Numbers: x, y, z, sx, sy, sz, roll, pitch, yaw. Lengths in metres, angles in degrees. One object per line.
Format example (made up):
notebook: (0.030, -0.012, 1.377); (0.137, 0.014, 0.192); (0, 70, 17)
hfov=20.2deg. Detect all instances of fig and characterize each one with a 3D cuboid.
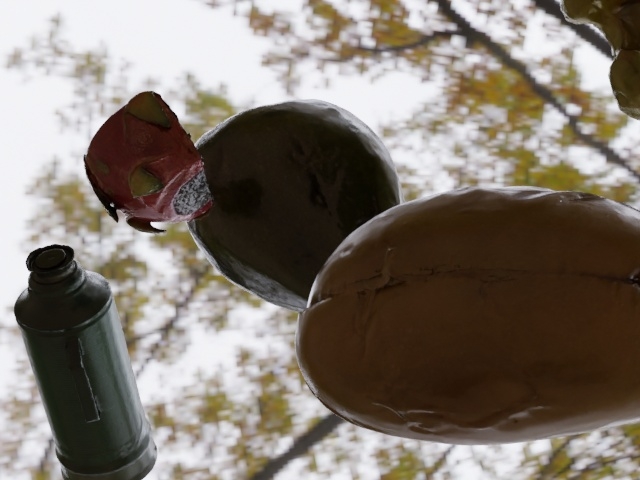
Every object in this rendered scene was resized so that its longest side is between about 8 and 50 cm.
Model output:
fig: (-0.008, 0.006, 1.107); (0.126, 0.133, 0.185); (-44, -123, 53)

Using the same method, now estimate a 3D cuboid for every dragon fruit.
dragon fruit: (-0.100, -0.036, 1.029); (0.056, 0.060, 0.083); (55, -16, 31)

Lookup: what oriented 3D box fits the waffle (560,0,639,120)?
waffle: (0.200, -0.190, 1.021); (0.302, 0.325, 0.068); (40, -49, -19)

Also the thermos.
thermos: (-0.171, 0.090, 1.262); (0.073, 0.083, 0.188); (6, -52, 23)

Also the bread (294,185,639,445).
bread: (0.074, 0.028, 0.746); (0.189, 0.077, 0.114); (-4, -132, 24)
